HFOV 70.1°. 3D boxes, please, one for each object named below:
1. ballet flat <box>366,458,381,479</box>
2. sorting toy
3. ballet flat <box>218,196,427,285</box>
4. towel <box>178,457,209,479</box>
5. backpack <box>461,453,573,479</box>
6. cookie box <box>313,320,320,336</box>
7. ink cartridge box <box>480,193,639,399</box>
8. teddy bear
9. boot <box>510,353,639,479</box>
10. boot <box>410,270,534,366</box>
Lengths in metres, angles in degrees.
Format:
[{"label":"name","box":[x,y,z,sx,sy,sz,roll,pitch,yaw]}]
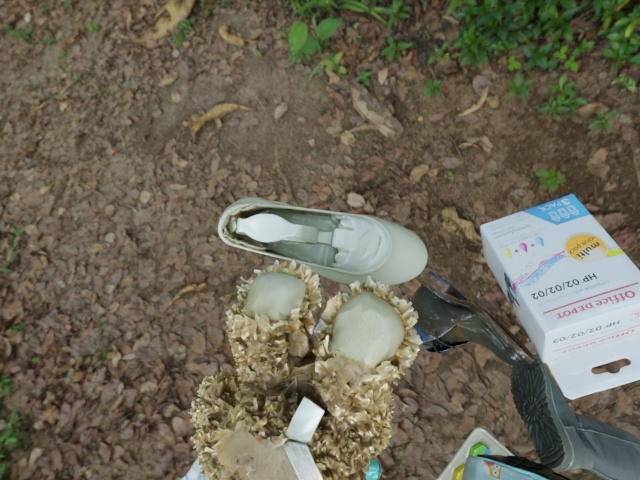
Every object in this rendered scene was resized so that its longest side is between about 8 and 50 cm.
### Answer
[{"label":"ballet flat","box":[0.128,0.812,1.609,0.087,0.247,0.083,13,61,-13]},{"label":"sorting toy","box":[0.455,0.667,1.321,0.208,0.193,0.038,-48,20,-3]},{"label":"ballet flat","box":[0.000,0.000,0.519,0.248,0.086,0.086,10,69,7]},{"label":"towel","box":[-0.215,0.470,0.740,0.285,0.034,0.209,-50,30,14]},{"label":"backpack","box":[0.227,0.314,0.484,0.165,0.188,0.144,8,54,41]},{"label":"cookie box","box":[0.043,0.240,1.079,0.040,0.107,0.092,-55,15,-5]},{"label":"ink cartridge box","box":[0.244,0.047,0.447,0.104,0.062,0.181,-20,45,7]},{"label":"teddy bear","box":[-0.016,0.185,0.397,0.244,0.113,0.339,-6,87,20]},{"label":"boot","box":[0.407,0.281,0.701,0.208,0.076,0.190,15,48,-16]},{"label":"boot","box":[0.192,0.135,0.643,0.106,0.082,0.219,-51,28,4]}]
